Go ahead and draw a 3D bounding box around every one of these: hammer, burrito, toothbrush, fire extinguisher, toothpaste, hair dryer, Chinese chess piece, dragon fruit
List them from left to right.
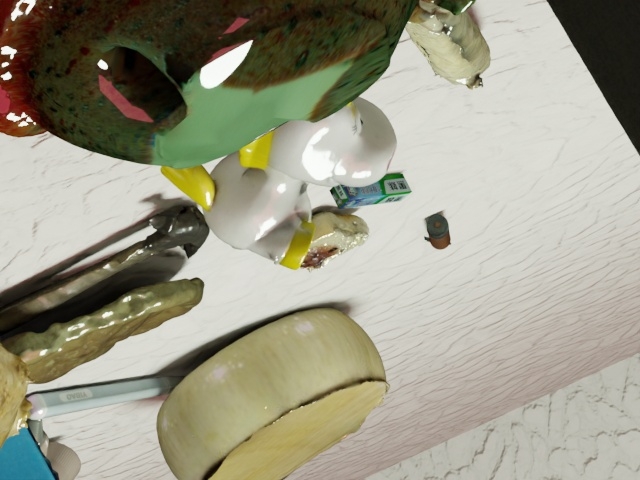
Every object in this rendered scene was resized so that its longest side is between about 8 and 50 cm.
[{"bbox_3d":[-0.298,0.226,2.004,0.195,0.054,0.220,-59,168,-52],"label":"hair dryer"},{"bbox_3d":[-0.221,0.046,1.523,0.297,0.027,0.125,-26,169,12],"label":"hammer"},{"bbox_3d":[-0.179,0.153,2.007,0.030,0.025,0.342,-41,159,33],"label":"toothbrush"},{"bbox_3d":[-0.051,-0.130,0.941,0.268,0.130,0.295,-25,167,-13],"label":"dragon fruit"},{"bbox_3d":[-0.051,0.178,2.072,0.257,0.104,0.257,-28,162,-10],"label":"Chinese chess piece"},{"bbox_3d":[0.043,-0.042,1.636,0.083,0.020,0.017,-8,156,-47],"label":"toothpaste"},{"bbox_3d":[0.114,-0.007,1.892,0.028,0.022,0.083,14,170,8],"label":"fire extinguisher"},{"bbox_3d":[0.085,-0.140,1.300,0.045,0.041,0.185,17,175,14],"label":"burrito"}]

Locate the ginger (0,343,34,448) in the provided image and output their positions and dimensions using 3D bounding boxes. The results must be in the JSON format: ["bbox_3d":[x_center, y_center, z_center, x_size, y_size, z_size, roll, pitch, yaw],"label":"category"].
[{"bbox_3d":[-0.366,0.188,1.477,0.236,0.166,0.375,-4,132,-42],"label":"ginger"}]

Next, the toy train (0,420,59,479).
[{"bbox_3d":[-0.385,0.271,1.807,0.265,0.188,0.300,-22,169,-40],"label":"toy train"}]

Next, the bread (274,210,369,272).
[{"bbox_3d":[0.000,0.000,1.698,0.070,0.035,0.083,-29,162,19],"label":"bread"}]

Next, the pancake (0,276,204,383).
[{"bbox_3d":[-0.205,0.086,1.613,0.236,0.042,0.222,-23,174,-37],"label":"pancake"}]

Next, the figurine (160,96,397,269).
[{"bbox_3d":[-0.016,-0.062,1.338,0.129,0.109,0.178,22,134,-40],"label":"figurine"}]

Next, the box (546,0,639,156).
[{"bbox_3d":[0.292,-0.114,1.102,0.204,0.345,0.251,-36,162,23],"label":"box"}]
